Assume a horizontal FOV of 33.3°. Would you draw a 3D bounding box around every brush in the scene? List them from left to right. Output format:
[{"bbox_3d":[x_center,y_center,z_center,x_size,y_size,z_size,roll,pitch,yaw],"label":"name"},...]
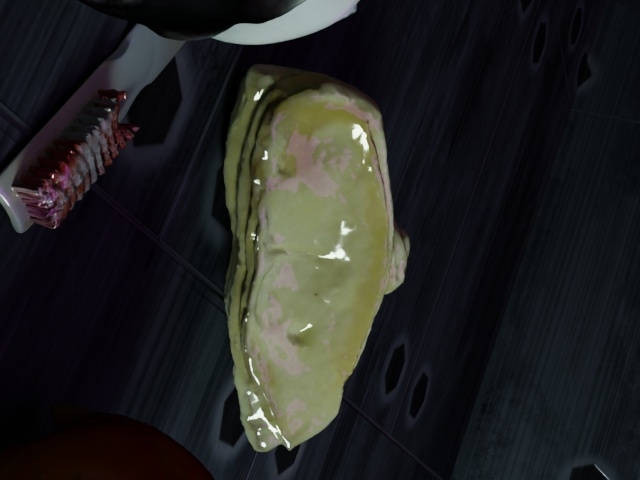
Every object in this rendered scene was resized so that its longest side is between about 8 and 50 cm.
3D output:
[{"bbox_3d":[-0.163,-0.133,0.916,0.321,0.050,0.060,-60,149,-35],"label":"brush"}]

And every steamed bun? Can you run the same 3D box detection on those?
[{"bbox_3d":[0.000,0.000,1.213,0.189,0.247,0.428,-133,-140,-64],"label":"steamed bun"}]

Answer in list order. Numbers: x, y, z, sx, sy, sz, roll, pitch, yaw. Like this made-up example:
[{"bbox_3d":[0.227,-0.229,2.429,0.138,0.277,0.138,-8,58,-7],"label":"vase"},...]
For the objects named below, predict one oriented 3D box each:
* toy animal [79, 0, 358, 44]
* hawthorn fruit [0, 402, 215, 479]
[{"bbox_3d":[-0.059,-0.269,0.849,0.310,0.251,0.251,-18,120,-56],"label":"toy animal"},{"bbox_3d":[-0.179,0.292,0.832,0.311,0.295,0.295,-60,153,-28],"label":"hawthorn fruit"}]
